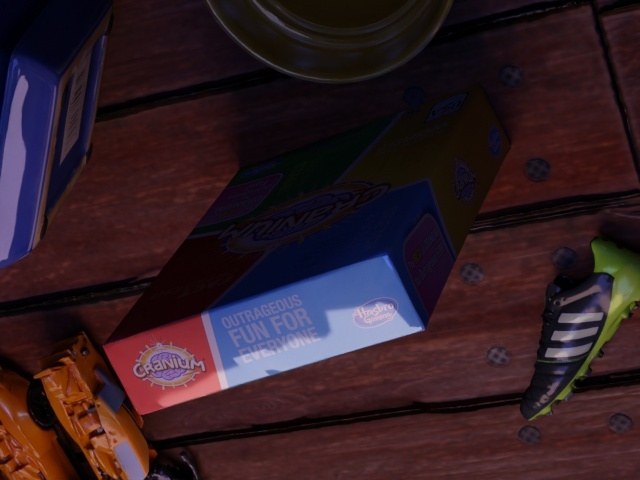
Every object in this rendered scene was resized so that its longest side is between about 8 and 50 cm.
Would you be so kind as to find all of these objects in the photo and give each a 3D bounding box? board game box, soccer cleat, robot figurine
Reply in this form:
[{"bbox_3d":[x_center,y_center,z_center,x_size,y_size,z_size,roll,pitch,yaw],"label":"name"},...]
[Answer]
[{"bbox_3d":[0.000,0.000,1.330,0.242,0.316,0.064,-19,109,25],"label":"board game box"},{"bbox_3d":[0.211,0.074,1.455,0.072,0.060,0.179,36,115,9],"label":"soccer cleat"},{"bbox_3d":[-0.226,0.238,1.659,0.211,0.085,0.291,-19,109,26],"label":"robot figurine"}]

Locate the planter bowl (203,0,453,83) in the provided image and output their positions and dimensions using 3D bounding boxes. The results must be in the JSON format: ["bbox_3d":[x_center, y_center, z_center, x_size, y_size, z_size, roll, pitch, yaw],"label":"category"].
[{"bbox_3d":[0.013,-0.238,1.335,0.217,0.090,0.217,8,118,15],"label":"planter bowl"}]

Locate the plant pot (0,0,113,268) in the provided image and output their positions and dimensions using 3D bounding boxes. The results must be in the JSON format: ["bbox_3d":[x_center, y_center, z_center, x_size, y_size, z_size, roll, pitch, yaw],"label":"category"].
[{"bbox_3d":[-0.300,-0.126,1.420,0.212,0.236,0.236,16,121,2],"label":"plant pot"}]
